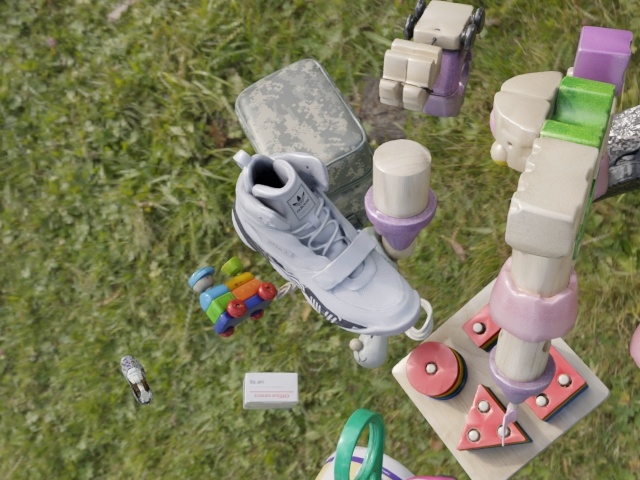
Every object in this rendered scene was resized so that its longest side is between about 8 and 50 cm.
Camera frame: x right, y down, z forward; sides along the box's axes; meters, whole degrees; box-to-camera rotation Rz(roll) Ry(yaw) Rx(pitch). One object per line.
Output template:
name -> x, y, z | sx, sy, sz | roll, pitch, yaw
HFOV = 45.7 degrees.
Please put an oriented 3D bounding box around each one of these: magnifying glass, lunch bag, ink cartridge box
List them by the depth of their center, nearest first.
magnifying glass -> 0.054, 0.280, 0.877 | 0.026, 0.092, 0.231 | 11, 137, 27
ink cartridge box -> -0.100, 0.299, 1.511 | 0.104, 0.180, 0.060 | 1, 73, -8
lunch bag -> -0.015, -0.176, 1.543 | 0.212, 0.256, 0.305 | -28, 55, -3

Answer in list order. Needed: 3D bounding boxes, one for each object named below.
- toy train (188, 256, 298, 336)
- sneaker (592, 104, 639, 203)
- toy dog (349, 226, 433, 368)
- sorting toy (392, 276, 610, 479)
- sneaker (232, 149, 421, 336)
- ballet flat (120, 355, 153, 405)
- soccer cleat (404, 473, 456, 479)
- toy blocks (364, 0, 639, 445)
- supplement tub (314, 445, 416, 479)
toy train -> -0.158, 0.093, 1.662 | 0.143, 0.248, 0.105 | 50, 139, 14
sneaker -> 0.305, -0.092, 0.829 | 0.170, 0.051, 0.089 | -18, 68, 54
toy dog -> 0.099, 0.091, 1.650 | 0.220, 0.161, 0.333 | -40, 42, 34
sorting toy -> 0.273, 0.224, 1.218 | 0.255, 0.089, 0.257 | -43, 61, 8
sneaker -> 0.000, 0.000, 1.164 | 0.366, 0.210, 0.137 | 37, 71, 17
ballet flat -> -0.359, 0.279, 1.498 | 0.041, 0.041, 0.114 | -8, 115, 23
soccer cleat -> 0.205, 0.390, 0.816 | 0.331, 0.143, 0.116 | 40, 124, -6
toy blocks -> 0.189, -0.013, 0.661 | 0.309, 0.288, 0.260 | 15, 139, 18
supplement tub -> 0.047, 0.594, 1.458 | 0.241, 0.331, 0.241 | 21, 137, 21
